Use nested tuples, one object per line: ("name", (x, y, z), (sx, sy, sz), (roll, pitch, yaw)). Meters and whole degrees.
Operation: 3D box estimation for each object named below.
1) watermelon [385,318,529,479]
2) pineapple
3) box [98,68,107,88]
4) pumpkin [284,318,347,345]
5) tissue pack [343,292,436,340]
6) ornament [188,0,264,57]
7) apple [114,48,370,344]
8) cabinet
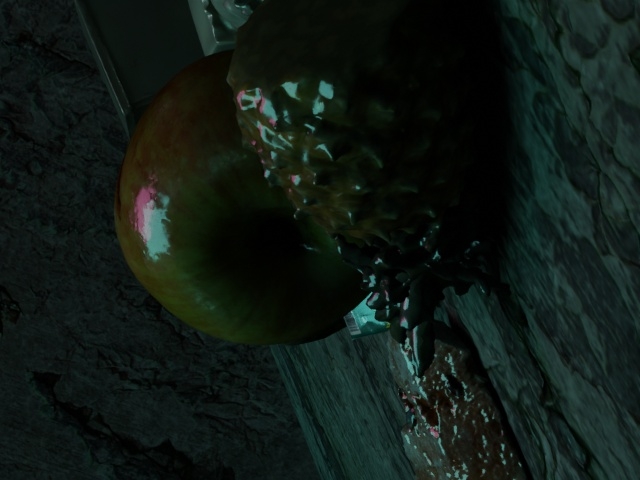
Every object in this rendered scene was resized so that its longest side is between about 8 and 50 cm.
("watermelon", (0.131, 0.182, 1.176), (0.241, 0.095, 0.154), (71, 164, -8))
("pineapple", (0.056, -0.030, 0.879), (0.169, 0.169, 0.340), (59, 176, 47))
("box", (-0.210, -0.293, 1.649), (0.310, 0.198, 0.084), (140, 109, -82))
("pumpkin", (0.003, -0.005, 1.384), (0.131, 0.126, 0.248), (65, -165, -51))
("tissue pack", (0.060, 0.029, 1.233), (0.085, 0.079, 0.111), (-18, 96, 50))
("ornament", (-0.056, -0.237, 1.090), (0.285, 0.121, 0.130), (-165, 57, -81))
("apple", (-0.051, -0.046, 1.092), (0.264, 0.264, 0.264), (157, 90, -82))
("cabinet", (-0.139, -0.218, 1.357), (0.145, 0.206, 0.150), (122, 125, -80))
